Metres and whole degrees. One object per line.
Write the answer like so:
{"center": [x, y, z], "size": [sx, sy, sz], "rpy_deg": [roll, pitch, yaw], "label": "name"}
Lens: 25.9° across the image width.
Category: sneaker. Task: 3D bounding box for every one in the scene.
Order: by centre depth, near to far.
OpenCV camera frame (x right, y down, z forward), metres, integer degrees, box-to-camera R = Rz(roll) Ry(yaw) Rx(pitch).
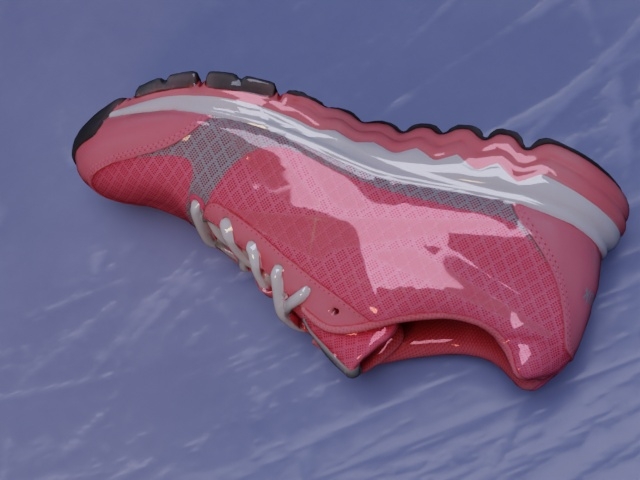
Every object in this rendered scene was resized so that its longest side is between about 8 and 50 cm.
{"center": [0.000, 0.000, 0.752], "size": [0.314, 0.116, 0.136], "rpy_deg": [10, 73, 14], "label": "sneaker"}
